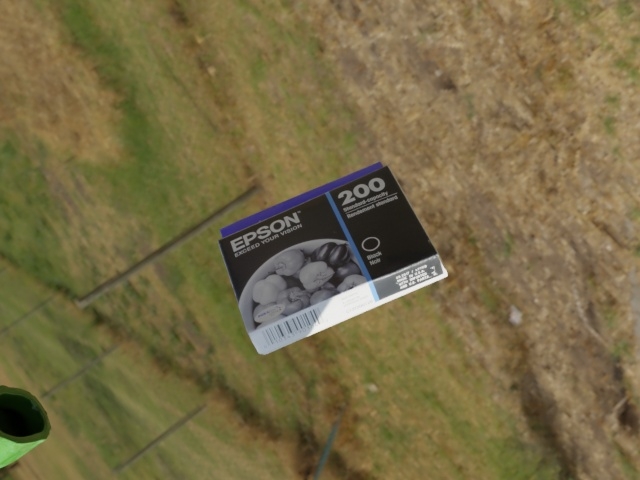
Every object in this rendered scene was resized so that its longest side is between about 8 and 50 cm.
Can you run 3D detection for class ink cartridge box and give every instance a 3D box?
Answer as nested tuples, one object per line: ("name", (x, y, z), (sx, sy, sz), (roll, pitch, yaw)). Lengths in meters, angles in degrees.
("ink cartridge box", (0.000, 0.000, 1.045), (0.208, 0.206, 0.045), (-115, 2, -48))

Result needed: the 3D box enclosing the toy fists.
("toy fists", (-0.432, 0.219, 1.077), (0.096, 0.142, 0.279), (60, -165, 17))
